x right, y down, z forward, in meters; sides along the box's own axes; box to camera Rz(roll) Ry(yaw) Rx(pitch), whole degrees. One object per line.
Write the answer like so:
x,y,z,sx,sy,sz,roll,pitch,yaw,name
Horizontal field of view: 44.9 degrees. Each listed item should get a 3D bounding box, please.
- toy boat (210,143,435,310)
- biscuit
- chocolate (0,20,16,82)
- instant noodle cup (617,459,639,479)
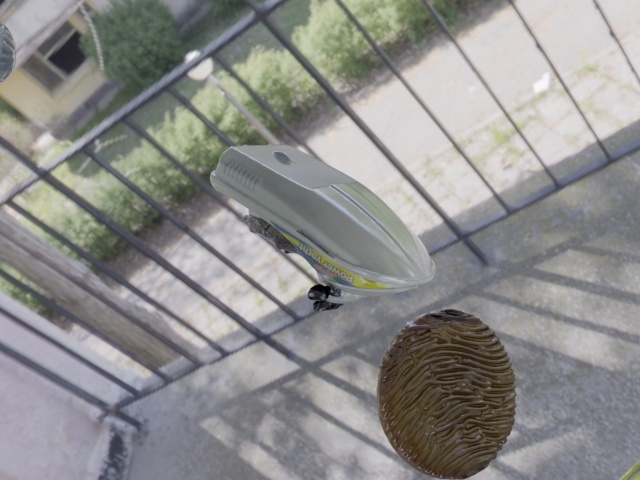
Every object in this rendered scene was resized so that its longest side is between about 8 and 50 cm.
-0.002,-0.008,0.839,0.141,0.141,0.269,-45,62,4,toy boat
0.244,0.286,1.449,0.040,0.318,0.317,-16,43,62,biscuit
-0.329,-0.183,0.634,0.072,0.167,0.072,-23,54,36,chocolate
0.497,0.486,1.023,0.254,0.325,0.325,25,76,43,instant noodle cup
